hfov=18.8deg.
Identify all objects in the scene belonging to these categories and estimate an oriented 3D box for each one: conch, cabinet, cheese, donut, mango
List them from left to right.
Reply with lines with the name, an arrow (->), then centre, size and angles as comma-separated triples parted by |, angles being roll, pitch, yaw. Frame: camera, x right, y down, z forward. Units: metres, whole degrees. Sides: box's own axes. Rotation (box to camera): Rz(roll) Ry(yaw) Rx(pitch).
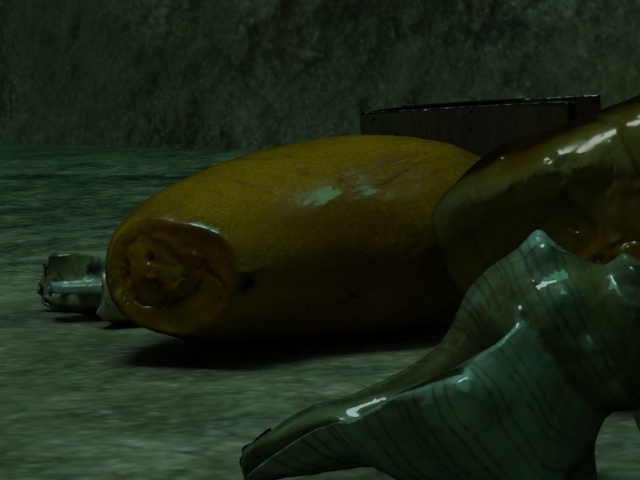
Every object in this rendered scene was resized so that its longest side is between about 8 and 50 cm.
cheese -> -0.099, 0.033, 1.501 | 0.235, 0.049, 0.127 | -1, 3, -12
mango -> -0.004, 0.000, 1.378 | 0.359, 0.144, 0.187 | -8, 7, -35
cabinet -> 0.172, -0.069, 1.990 | 0.215, 0.148, 0.175 | -3, 6, 18
conch -> 0.086, 0.077, 0.883 | 0.234, 0.114, 0.137 | -37, 0, -6
donut -> 0.228, -0.016, 1.200 | 0.330, 0.159, 0.330 | -17, -13, -4

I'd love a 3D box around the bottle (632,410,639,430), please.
bottle -> 0.243, 0.082, 0.908 | 0.072, 0.072, 0.201 | -5, 7, -38
